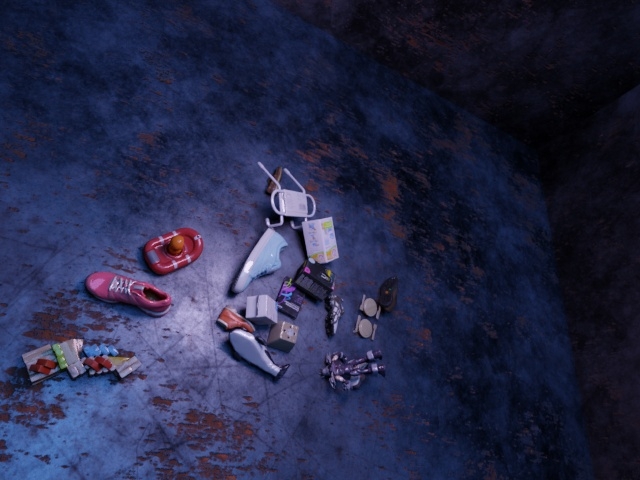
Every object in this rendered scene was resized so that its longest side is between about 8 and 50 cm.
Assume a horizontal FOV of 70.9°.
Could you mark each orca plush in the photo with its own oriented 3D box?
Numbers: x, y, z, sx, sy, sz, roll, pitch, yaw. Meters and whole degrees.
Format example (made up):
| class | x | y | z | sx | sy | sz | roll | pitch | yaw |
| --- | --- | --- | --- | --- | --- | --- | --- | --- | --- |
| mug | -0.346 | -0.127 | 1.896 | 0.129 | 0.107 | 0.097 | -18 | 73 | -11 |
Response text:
| class | x | y | z | sx | sy | sz | roll | pitch | yaw |
| --- | --- | --- | --- | --- | --- | --- | --- | --- | --- |
| orca plush | -0.246 | 0.431 | 1.810 | 0.287 | 0.151 | 0.102 | 32 | 23 | -11 |

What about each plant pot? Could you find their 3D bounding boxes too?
| class | x | y | z | sx | sy | sz | roll | pitch | yaw |
| --- | --- | --- | --- | --- | --- | --- | --- | --- | --- |
| plant pot | -0.150 | 0.395 | 1.885 | 0.109 | 0.096 | 0.109 | 23 | 57 | -19 |

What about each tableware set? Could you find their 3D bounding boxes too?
| class | x | y | z | sx | sy | sz | roll | pitch | yaw |
| --- | --- | --- | --- | --- | --- | --- | --- | --- | --- |
| tableware set | 0.218 | 0.372 | 2.160 | 0.128 | 0.039 | 0.194 | 33 | 59 | -28 |

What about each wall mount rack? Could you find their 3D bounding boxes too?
| class | x | y | z | sx | sy | sz | roll | pitch | yaw |
| --- | --- | --- | --- | --- | --- | --- | --- | --- | --- |
| wall mount rack | -0.166 | -0.210 | 2.079 | 0.350 | 0.130 | 0.305 | 2 | 82 | -59 |

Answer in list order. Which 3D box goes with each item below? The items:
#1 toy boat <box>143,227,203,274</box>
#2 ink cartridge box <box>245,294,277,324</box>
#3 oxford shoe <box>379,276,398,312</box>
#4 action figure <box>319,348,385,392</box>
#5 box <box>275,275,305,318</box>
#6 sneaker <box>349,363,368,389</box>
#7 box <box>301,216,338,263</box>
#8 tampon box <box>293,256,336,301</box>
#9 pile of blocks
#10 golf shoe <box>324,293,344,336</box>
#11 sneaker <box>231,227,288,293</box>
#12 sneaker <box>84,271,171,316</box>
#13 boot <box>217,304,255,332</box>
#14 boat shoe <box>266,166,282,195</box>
| class | x | y | z | sx | sy | sz | roll | pitch | yaw |
| --- | --- | --- | --- | --- | --- | --- | --- | --- | --- |
| toy boat | -0.571 | 0.026 | 1.775 | 0.231 | 0.151 | 0.151 | -27 | 83 | -37 |
| ink cartridge box | -0.242 | 0.283 | 1.842 | 0.089 | 0.143 | 0.092 | -8 | 63 | 14 |
| oxford shoe | 0.351 | 0.275 | 2.275 | 0.096 | 0.082 | 0.227 | 64 | 35 | -31 |
| action figure | 0.135 | 0.557 | 1.946 | 0.284 | 0.099 | 0.186 | -8 | 56 | -4 |
| box | -0.133 | 0.255 | 2.008 | 0.116 | 0.029 | 0.162 | 31 | 55 | -16 |
| sneaker | 0.180 | 0.600 | 2.024 | 0.158 | 0.061 | 0.065 | -53 | 125 | -36 |
| box | 0.000 | 0.000 | 2.110 | 0.114 | 0.103 | 0.203 | -16 | 98 | -56 |
| tampon box | -0.024 | 0.176 | 2.043 | 0.161 | 0.101 | 0.120 | 35 | 30 | -12 |
| pile of blocks | -0.781 | 0.391 | 1.492 | 0.361 | 0.112 | 0.149 | 7 | 64 | -29 |
| golf shoe | 0.073 | 0.343 | 2.060 | 0.093 | 0.077 | 0.198 | 14 | 61 | -25 |
| sneaker | -0.246 | 0.101 | 1.947 | 0.150 | 0.135 | 0.366 | 34 | 54 | -7 |
| sneaker | -0.688 | 0.176 | 1.640 | 0.313 | 0.136 | 0.116 | 23 | 56 | -20 |
| boot | -0.342 | 0.342 | 1.824 | 0.157 | 0.059 | 0.085 | 35 | 56 | -2 |
| boat shoe | -0.225 | -0.297 | 2.201 | 0.060 | 0.064 | 0.178 | 12 | 55 | -5 |
